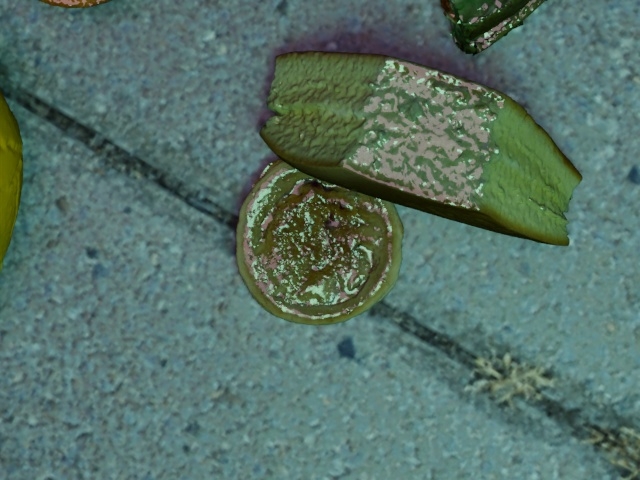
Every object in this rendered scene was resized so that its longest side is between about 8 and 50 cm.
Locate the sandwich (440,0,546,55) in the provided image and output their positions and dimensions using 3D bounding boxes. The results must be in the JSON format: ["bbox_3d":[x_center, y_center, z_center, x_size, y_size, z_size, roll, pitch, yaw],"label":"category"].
[{"bbox_3d":[0.144,-0.269,1.190,0.159,0.079,0.235,42,94,-1],"label":"sandwich"}]

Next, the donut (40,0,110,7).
[{"bbox_3d":[-0.178,-0.248,1.213,0.152,0.058,0.152,0,93,3],"label":"donut"}]

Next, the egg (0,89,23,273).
[{"bbox_3d":[-0.362,-0.046,1.128,0.337,0.201,0.337,0,90,-15],"label":"egg"}]

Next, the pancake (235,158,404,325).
[{"bbox_3d":[0.000,0.000,1.237,0.139,0.022,0.139,0,93,1],"label":"pancake"}]

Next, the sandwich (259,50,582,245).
[{"bbox_3d":[0.078,-0.072,1.190,0.258,0.096,0.094,18,82,1],"label":"sandwich"}]
